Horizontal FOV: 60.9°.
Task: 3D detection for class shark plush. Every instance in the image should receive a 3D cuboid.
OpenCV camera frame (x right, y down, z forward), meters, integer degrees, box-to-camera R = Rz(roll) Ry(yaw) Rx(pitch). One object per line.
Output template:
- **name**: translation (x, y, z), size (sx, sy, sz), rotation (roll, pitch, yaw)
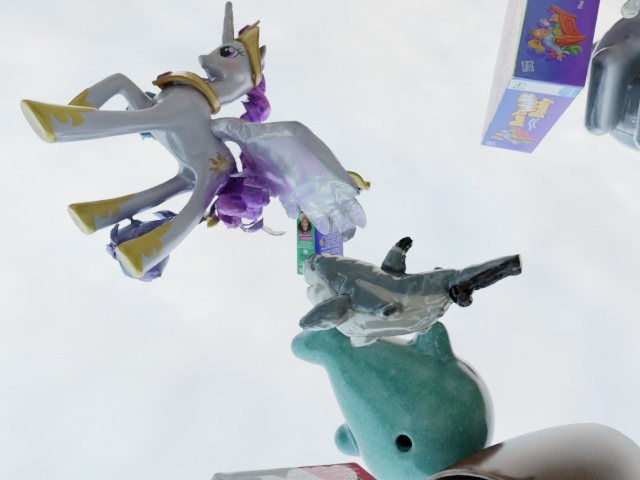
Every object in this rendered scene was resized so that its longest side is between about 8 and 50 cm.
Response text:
- **shark plush**: translation (0.048, 0.026, 0.366), size (0.073, 0.161, 0.067), rotation (21, -118, -35)

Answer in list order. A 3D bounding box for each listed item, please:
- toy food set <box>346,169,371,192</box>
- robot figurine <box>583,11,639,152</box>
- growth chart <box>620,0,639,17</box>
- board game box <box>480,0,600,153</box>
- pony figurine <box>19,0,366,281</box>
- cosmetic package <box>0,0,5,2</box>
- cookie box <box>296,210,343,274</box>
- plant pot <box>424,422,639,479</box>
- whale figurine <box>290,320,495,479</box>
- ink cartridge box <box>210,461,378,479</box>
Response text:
- **toy food set**: translation (0.008, -0.082, 1.037), size (0.128, 0.218, 0.071), rotation (6, -95, -23)
- **robot figurine**: translation (0.515, -0.240, 0.735), size (0.354, 0.199, 0.300), rotation (-27, -138, -23)
- **growth chart**: translation (0.271, -0.251, 0.402), size (0.021, 0.171, 0.237), rotation (15, -157, 13)
- **board game box**: translation (0.295, -0.318, 0.711), size (0.078, 0.233, 0.347), rotation (12, -97, 9)
- **pony figurine**: translation (-0.148, -0.109, 0.737), size (0.363, 0.303, 0.351), rotation (-39, -69, -33)
- **cosmetic package**: translation (-0.197, -0.235, 0.320), size (0.217, 0.156, 0.385), rotation (-4, -151, 28)
- **cookie box**: translation (0.000, 0.000, 0.919), size (0.040, 0.107, 0.092), rotation (4, -171, 33)
- **plant pot**: translation (0.238, 0.277, 0.532), size (0.230, 0.215, 0.215), rotation (-14, -125, -42)
- **whale figurine**: translation (0.076, 0.184, 0.659), size (0.272, 0.216, 0.141), rotation (40, -164, 14)
- **ink cartridge box**: translation (0.034, 0.235, 0.328), size (0.159, 0.092, 0.218), rotation (20, -176, -46)
